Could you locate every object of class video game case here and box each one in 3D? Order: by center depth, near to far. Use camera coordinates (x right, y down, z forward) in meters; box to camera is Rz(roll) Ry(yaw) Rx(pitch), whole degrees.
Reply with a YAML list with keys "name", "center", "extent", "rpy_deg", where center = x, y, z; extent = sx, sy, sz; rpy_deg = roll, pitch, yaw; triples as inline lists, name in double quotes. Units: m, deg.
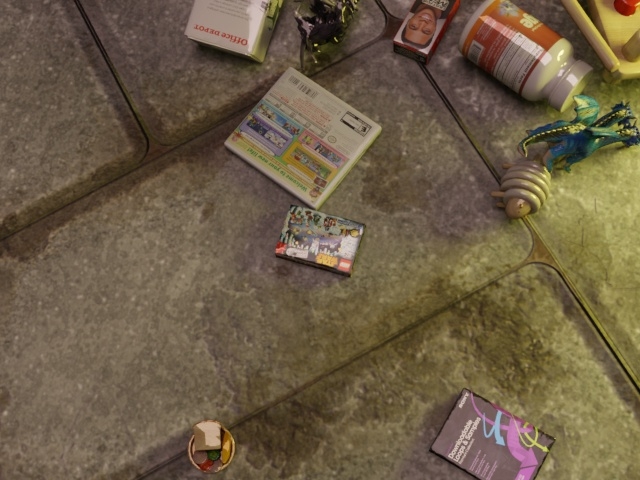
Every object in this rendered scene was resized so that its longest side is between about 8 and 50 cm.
- name: "video game case"
  center: [-0.032, -0.184, 1.554]
  extent: [0.212, 0.023, 0.193]
  rpy_deg: [36, 78, 15]

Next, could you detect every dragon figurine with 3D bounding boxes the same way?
- name: "dragon figurine"
  center: [0.422, -0.180, 1.415]
  extent: [0.144, 0.289, 0.085]
  rpy_deg: [-37, 64, 33]

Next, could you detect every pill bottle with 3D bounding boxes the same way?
- name: "pill bottle"
  center: [0.357, -0.320, 1.509]
  extent: [0.216, 0.121, 0.121]
  rpy_deg: [39, 79, 15]

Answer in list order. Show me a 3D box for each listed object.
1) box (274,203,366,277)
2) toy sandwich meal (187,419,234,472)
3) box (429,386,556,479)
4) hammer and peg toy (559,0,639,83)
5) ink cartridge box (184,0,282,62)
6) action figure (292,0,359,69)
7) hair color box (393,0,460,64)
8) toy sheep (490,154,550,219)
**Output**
- name: "box"
  center: [0.000, 0.000, 1.487]
  extent: [0.137, 0.027, 0.094]
  rpy_deg: [15, 75, 10]
- name: "toy sandwich meal"
  center: [-0.177, 0.329, 1.394]
  extent: [0.086, 0.029, 0.085]
  rpy_deg: [-2, 72, 5]
- name: "box"
  center: [0.266, 0.318, 1.354]
  extent: [0.162, 0.029, 0.116]
  rpy_deg: [28, 77, 15]
- name: "hammer and peg toy"
  center: [0.526, -0.381, 1.468]
  extent: [0.361, 0.127, 0.266]
  rpy_deg: [-7, 71, -14]
- name: "ink cartridge box"
  center: [-0.149, -0.439, 1.593]
  extent: [0.140, 0.082, 0.190]
  rpy_deg: [19, 94, 11]
- name: "action figure"
  center: [0.014, -0.445, 1.568]
  extent: [0.141, 0.164, 0.275]
  rpy_deg: [37, 69, -13]
- name: "hair color box"
  center: [0.195, -0.399, 1.592]
  extent: [0.072, 0.043, 0.141]
  rpy_deg: [25, 77, 12]
- name: "toy sheep"
  center: [0.341, -0.092, 1.456]
  extent: [0.091, 0.091, 0.132]
  rpy_deg: [19, 69, 12]
